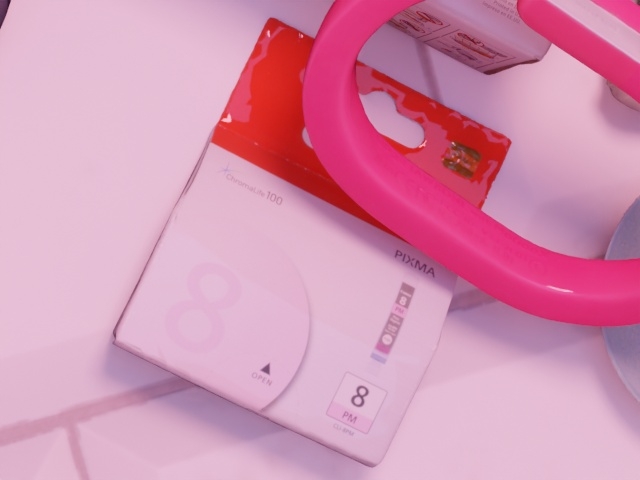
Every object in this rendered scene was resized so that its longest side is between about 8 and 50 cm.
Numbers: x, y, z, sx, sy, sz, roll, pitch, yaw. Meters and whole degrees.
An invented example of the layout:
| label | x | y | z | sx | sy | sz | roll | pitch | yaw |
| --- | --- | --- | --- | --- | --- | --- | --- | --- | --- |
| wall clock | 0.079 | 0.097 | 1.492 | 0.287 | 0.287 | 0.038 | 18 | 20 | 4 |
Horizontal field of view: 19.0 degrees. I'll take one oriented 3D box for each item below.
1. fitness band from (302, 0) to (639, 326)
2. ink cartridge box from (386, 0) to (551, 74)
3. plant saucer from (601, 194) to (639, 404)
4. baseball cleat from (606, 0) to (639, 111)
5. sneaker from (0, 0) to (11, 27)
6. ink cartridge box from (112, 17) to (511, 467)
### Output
| label | x | y | z | sx | sy | sz | roll | pitch | yaw |
| --- | --- | --- | --- | --- | --- | --- | --- | --- | --- |
| fitness band | 0.127 | -0.060 | 1.145 | 0.291 | 0.209 | 0.054 | 35 | 42 | -15 |
| ink cartridge box | 0.046 | -0.293 | 1.180 | 0.309 | 0.130 | 0.272 | 27 | 86 | -10 |
| plant saucer | 0.272 | 0.038 | 1.270 | 0.195 | 0.037 | 0.195 | 0 | 90 | -9 |
| baseball cleat | 0.246 | -0.181 | 1.258 | 0.109 | 0.072 | 0.206 | 13 | 93 | -24 |
| sneaker | -0.188 | -0.257 | 1.151 | 0.112 | 0.131 | 0.319 | 22 | 112 | 25 |
| ink cartridge box | 0.000 | 0.000 | 1.214 | 0.189 | 0.066 | 0.232 | 26 | 90 | -10 |
